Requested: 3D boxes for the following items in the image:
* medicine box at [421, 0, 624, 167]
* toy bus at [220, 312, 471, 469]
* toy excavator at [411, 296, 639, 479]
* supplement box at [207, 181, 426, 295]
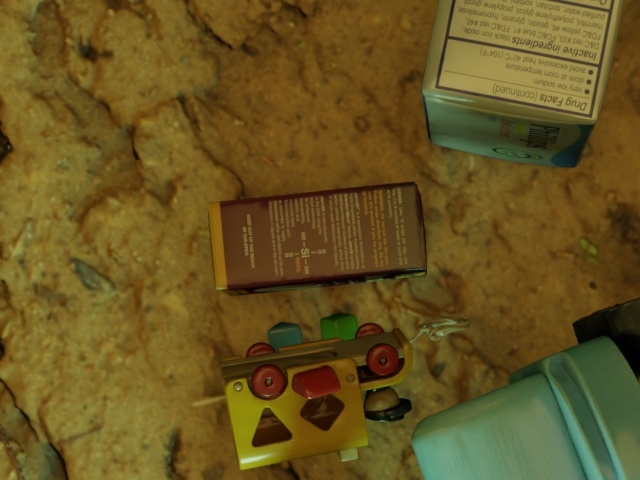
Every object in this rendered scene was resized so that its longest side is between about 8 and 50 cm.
[{"bbox_3d":[0.186,-0.227,1.661,0.149,0.263,0.289,12,85,6],"label":"medicine box"},{"bbox_3d":[0.009,0.138,1.674,0.202,0.191,0.104,0,104,41],"label":"toy bus"},{"bbox_3d":[0.131,0.207,1.560,0.445,0.433,0.222,-18,84,-5],"label":"toy excavator"},{"bbox_3d":[0.000,0.000,1.734,0.188,0.104,0.080,-6,85,4],"label":"supplement box"}]
